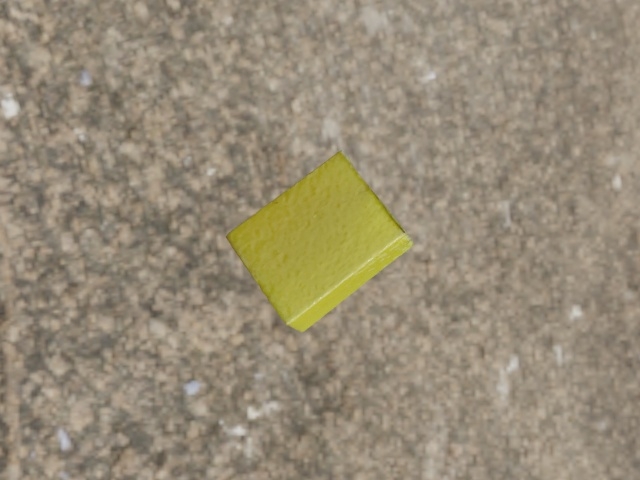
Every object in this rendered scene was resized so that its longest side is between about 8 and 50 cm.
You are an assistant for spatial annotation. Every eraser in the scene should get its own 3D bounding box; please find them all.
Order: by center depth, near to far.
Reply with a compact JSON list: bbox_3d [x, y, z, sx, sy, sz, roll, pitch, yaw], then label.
[{"bbox_3d":[0.000,0.000,0.939,0.097,0.122,0.045,55,5,22],"label":"eraser"}]
